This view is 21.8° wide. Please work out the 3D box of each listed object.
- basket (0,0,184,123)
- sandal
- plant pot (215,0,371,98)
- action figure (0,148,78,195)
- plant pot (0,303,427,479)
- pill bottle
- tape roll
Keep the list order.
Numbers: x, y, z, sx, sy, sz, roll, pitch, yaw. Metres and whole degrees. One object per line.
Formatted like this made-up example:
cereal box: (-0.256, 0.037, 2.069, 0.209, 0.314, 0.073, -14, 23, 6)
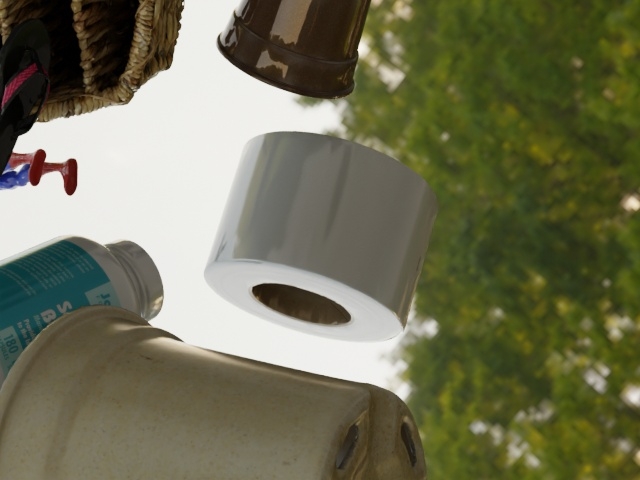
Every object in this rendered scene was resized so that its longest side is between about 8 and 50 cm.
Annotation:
basket: (-0.274, -0.276, 1.701, 0.213, 0.299, 0.223, 5, -156, 24)
sandal: (-0.299, -0.136, 1.651, 0.040, 0.179, 0.067, 4, 157, 33)
plant pot: (-0.012, -0.268, 1.856, 0.167, 0.165, 0.167, 18, -155, -9)
action figure: (-0.442, -0.048, 2.148, 0.280, 0.139, 0.091, 3, 169, 42)
plant pot: (-0.085, 0.231, 1.486, 0.305, 0.334, 0.334, 2, -171, 29)
pill bottle: (-0.277, 0.082, 1.622, 0.146, 0.146, 0.264, 46, -136, 17)
tape roll: (0.000, 0.000, 1.962, 0.246, 0.246, 0.169, 26, -111, -23)
